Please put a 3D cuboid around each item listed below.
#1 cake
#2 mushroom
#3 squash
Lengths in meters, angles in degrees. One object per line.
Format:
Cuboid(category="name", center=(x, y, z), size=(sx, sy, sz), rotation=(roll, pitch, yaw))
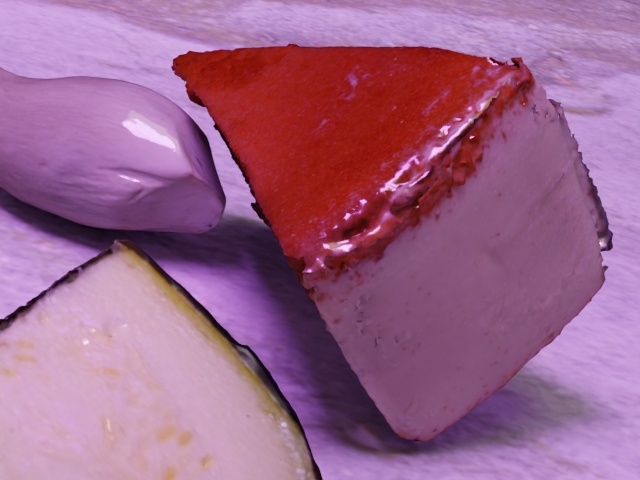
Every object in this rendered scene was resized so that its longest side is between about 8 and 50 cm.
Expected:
Cuboid(category="cake", center=(0.000, 0.000, 0.890), size=(0.262, 0.158, 0.159), rotation=(7, 48, 42))
Cuboid(category="mushroom", center=(-0.150, -0.060, 0.977), size=(0.212, 0.088, 0.097), rotation=(18, 14, 21))
Cuboid(category="squash", center=(-0.089, 0.114, 0.704), size=(0.184, 0.085, 0.192), rotation=(48, 34, 2))
